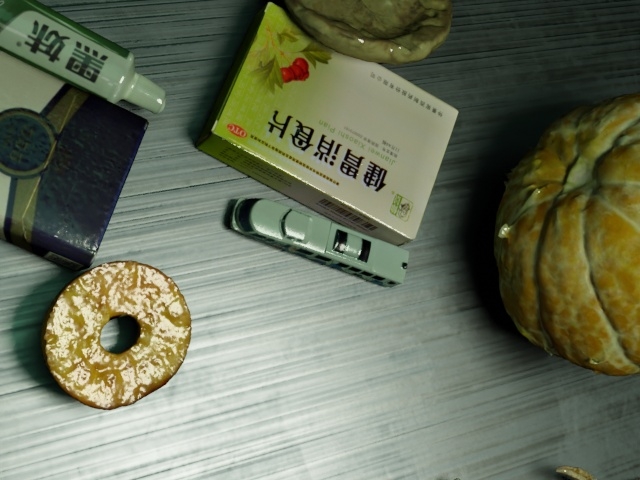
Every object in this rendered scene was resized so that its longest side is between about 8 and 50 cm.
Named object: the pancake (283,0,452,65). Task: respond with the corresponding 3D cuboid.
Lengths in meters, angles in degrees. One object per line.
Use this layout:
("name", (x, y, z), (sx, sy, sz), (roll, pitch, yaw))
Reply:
("pancake", (0.042, -0.288, 1.205), (0.242, 0.050, 0.242), (17, 47, -19))

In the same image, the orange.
("orange", (0.344, -0.010, 1.153), (0.249, 0.329, 0.329), (34, 66, -32))

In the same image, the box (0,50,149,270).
("box", (-0.314, -0.094, 1.011), (0.259, 0.071, 0.168), (24, 70, -18))

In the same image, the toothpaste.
("toothpaste", (-0.330, -0.228, 1.038), (0.392, 0.061, 0.098), (27, 83, -15))

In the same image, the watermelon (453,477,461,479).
("watermelon", (0.157, 0.325, 1.127), (0.125, 0.094, 0.135), (-3, 76, -17))

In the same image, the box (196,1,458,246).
("box", (0.013, -0.126, 1.173), (0.260, 0.062, 0.175), (28, 69, -18))

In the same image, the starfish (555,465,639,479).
("starfish", (0.348, 0.337, 1.233), (0.238, 0.057, 0.213), (51, 56, -11))

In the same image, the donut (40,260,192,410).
("donut", (-0.204, 0.090, 1.021), (0.152, 0.058, 0.152), (0, 89, -31))

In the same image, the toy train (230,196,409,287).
("toy train", (0.000, 0.000, 1.149), (0.207, 0.047, 0.043), (20, 70, -21))
